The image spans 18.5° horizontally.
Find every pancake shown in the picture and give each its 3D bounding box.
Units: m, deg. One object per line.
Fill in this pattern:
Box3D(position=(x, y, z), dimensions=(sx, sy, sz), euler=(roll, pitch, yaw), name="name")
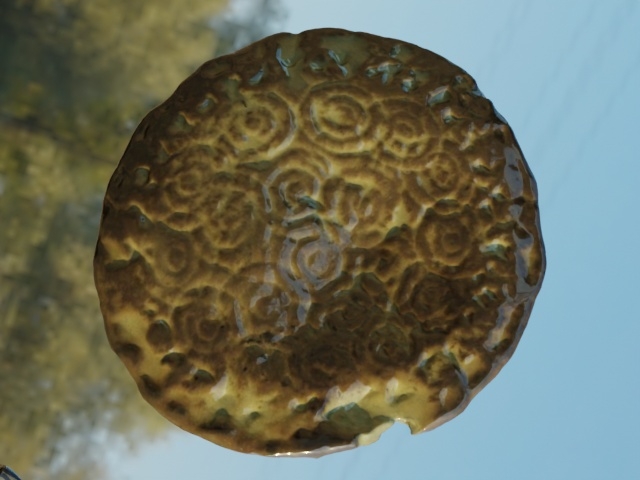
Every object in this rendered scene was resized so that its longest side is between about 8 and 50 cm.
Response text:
Box3D(position=(0.000, -0.001, 0.821), dimensions=(0.021, 0.199, 0.199), euler=(89, 14, -68), name="pancake")

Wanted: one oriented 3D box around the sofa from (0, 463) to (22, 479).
Box3D(position=(-0.136, 0.164, 0.933), dimensions=(0.060, 0.118, 0.039), euler=(-49, -156, -20), name="sofa")
